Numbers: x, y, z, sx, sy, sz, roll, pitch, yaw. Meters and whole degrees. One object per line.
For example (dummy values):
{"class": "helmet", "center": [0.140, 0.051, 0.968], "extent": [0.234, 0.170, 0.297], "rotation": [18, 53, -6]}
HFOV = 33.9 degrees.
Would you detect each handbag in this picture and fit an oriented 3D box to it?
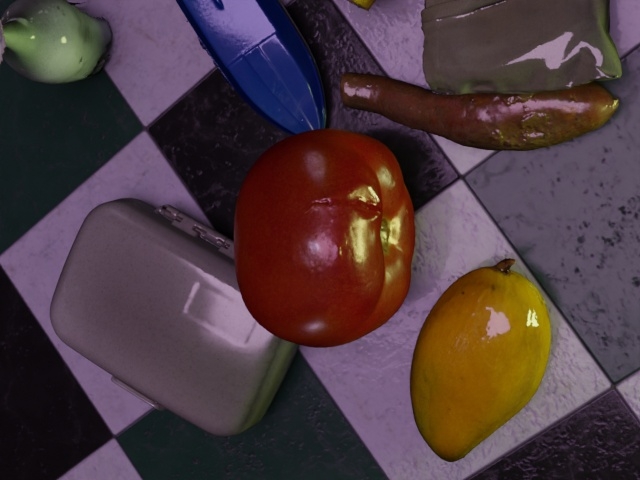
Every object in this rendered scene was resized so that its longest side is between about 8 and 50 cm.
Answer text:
{"class": "handbag", "center": [0.252, -0.327, 1.340], "extent": [0.253, 0.109, 0.316], "rotation": [-5, 72, 23]}

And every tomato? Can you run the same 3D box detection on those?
{"class": "tomato", "center": [0.000, 0.000, 1.401], "extent": [0.226, 0.298, 0.299], "rotation": [-5, 94, 23]}

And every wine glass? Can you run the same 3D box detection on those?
{"class": "wine glass", "center": [-0.423, -0.285, 1.491], "extent": [0.143, 0.321, 0.144], "rotation": [4, 102, 17]}

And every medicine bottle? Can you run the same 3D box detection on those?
{"class": "medicine bottle", "center": [-0.217, 0.112, 1.568], "extent": [0.375, 0.123, 0.282], "rotation": [28, 106, 13]}

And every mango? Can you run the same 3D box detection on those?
{"class": "mango", "center": [0.214, 0.167, 1.436], "extent": [0.176, 0.119, 0.317], "rotation": [26, 113, 12]}

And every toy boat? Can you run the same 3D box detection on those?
{"class": "toy boat", "center": [-0.083, -0.266, 1.506], "extent": [0.129, 0.088, 0.295], "rotation": [-32, 96, 19]}

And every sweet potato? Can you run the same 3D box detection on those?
{"class": "sweet potato", "center": [0.203, -0.174, 1.406], "extent": [0.385, 0.109, 0.109], "rotation": [4, 97, 24]}

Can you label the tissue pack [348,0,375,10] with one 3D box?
{"class": "tissue pack", "center": [0.031, -0.539, 1.335], "extent": [0.293, 0.228, 0.382], "rotation": [41, 107, 24]}
